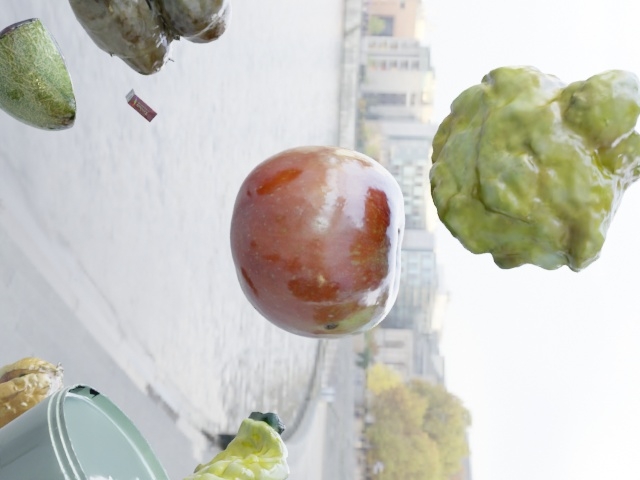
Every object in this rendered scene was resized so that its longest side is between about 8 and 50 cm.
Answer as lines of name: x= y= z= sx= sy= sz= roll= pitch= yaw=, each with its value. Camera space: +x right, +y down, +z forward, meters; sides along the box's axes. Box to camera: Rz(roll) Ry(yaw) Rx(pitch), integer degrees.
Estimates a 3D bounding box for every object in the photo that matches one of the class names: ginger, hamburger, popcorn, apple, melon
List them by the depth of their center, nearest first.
melon: x=-0.354 y=-0.181 z=1.054 sx=0.079 sy=0.128 sz=0.160 roll=-39 pitch=180 yaw=-33
popcorn: x=-0.118 y=0.424 z=1.192 sx=0.237 sy=0.293 sz=0.293 roll=-3 pitch=95 yaw=-67
popcorn: x=0.319 y=-0.129 z=1.345 sx=0.293 sy=0.334 sz=0.292 roll=-30 pitch=127 yaw=-36
ginger: x=-0.252 y=-0.404 z=1.406 sx=0.155 sy=0.304 sz=0.245 roll=-102 pitch=173 yaw=-74
apple: x=0.000 y=0.000 z=1.513 sx=0.348 sy=0.276 sz=0.349 roll=4 pitch=90 yaw=-81
hamburger: x=-0.639 y=0.395 z=1.753 sx=0.162 sy=0.209 sz=0.330 roll=-67 pitch=167 yaw=-71

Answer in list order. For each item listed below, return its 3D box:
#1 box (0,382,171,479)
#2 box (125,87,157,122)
box: x=-0.262 y=0.282 z=0.920 sx=0.226 sy=0.149 sz=0.226 roll=56 pitch=1 yaw=-2
box: x=-0.312 y=-0.236 z=1.526 sx=0.023 sy=0.051 sz=0.082 roll=-46 pitch=-157 yaw=2
